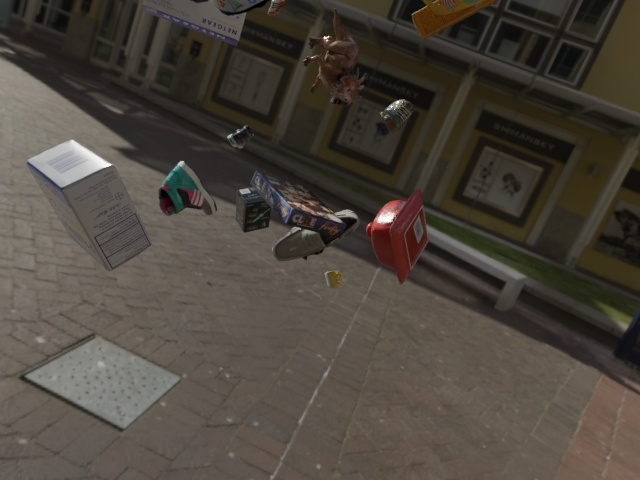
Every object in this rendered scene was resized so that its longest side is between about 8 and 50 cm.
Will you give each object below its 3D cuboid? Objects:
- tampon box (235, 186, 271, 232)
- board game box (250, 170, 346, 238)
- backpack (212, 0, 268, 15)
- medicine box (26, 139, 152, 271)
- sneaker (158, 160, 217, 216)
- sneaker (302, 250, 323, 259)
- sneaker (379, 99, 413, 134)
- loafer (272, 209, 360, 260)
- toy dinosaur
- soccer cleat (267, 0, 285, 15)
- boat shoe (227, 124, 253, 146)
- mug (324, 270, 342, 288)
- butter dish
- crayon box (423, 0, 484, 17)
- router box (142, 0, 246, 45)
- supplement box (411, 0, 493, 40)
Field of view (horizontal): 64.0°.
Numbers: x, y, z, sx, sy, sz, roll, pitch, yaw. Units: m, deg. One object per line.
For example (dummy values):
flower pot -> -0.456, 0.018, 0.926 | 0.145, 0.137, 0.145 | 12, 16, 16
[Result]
tampon box -> -0.287, -0.134, 2.182 | 0.121, 0.160, 0.101 | -14, 47, -27
board game box -> -0.061, -0.095, 1.309 | 0.165, 0.042, 0.243 | 14, 21, -36
backpack -> -0.162, -0.658, 1.174 | 0.276, 0.264, 0.213 | 59, 4, 39
medicine box -> -0.650, -0.101, 1.450 | 0.264, 0.289, 0.149 | 28, 53, 37
sneaker -> -0.521, -0.150, 1.967 | 0.124, 0.178, 0.295 | 34, -18, 31
sneaker -> 0.000, 0.000, 1.994 | 0.232, 0.081, 0.090 | -30, 61, -26
sneaker -> 0.211, -0.347, 1.390 | 0.064, 0.086, 0.192 | 50, 16, -14
loafer -> -0.017, -0.018, 1.743 | 0.112, 0.320, 0.111 | 63, -1, -6
toy dinosaur -> 0.066, -0.549, 1.586 | 0.201, 0.295, 0.127 | 15, 2, 21
soccer cleat -> -0.130, -0.676, 1.471 | 0.029, 0.035, 0.083 | -31, 11, -30
boat shoe -> -0.292, -0.395, 1.950 | 0.065, 0.083, 0.183 | 60, 7, -12
mug -> 0.052, 0.156, 2.023 | 0.062, 0.064, 0.078 | -4, -17, -5
butter dish -> 0.155, -0.016, 1.105 | 0.118, 0.160, 0.160 | 11, 45, 33
crayon box -> 0.385, -0.651, 1.197 | 0.319, 0.081, 0.202 | -10, -9, 30
router box -> -0.406, -0.885, 1.771 | 0.336, 0.300, 0.082 | 15, 2, -18
supplement box -> 0.368, -0.635, 1.391 | 0.080, 0.234, 0.078 | 61, 16, -8
